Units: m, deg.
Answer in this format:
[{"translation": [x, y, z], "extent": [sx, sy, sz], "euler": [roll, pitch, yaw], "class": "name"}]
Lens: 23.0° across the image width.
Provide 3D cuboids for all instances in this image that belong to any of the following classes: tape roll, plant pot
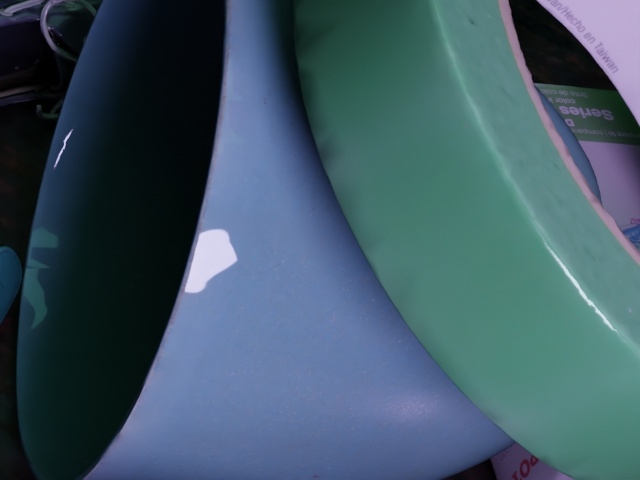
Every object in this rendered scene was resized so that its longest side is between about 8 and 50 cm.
[{"translation": [0.129, -0.048, 0.706], "extent": [0.321, 0.077, 0.321], "euler": [29, 45, -33], "class": "tape roll"}, {"translation": [0.000, 0.000, 0.809], "extent": [0.235, 0.293, 0.293], "euler": [13, 45, -23], "class": "plant pot"}]

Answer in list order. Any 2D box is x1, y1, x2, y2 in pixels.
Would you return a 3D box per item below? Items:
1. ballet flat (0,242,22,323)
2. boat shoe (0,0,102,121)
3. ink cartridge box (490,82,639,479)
[{"translation": [-0.219, 0.073, 0.826], "extent": [0.070, 0.070, 0.188], "euler": [21, 45, 2], "class": "ballet flat"}, {"translation": [-0.173, -0.125, 0.985], "extent": [0.254, 0.095, 0.079], "euler": [-7, 50, -21], "class": "boat shoe"}, {"translation": [0.149, 0.039, 0.892], "extent": [0.093, 0.154, 0.212], "euler": [3, 49, -23], "class": "ink cartridge box"}]
